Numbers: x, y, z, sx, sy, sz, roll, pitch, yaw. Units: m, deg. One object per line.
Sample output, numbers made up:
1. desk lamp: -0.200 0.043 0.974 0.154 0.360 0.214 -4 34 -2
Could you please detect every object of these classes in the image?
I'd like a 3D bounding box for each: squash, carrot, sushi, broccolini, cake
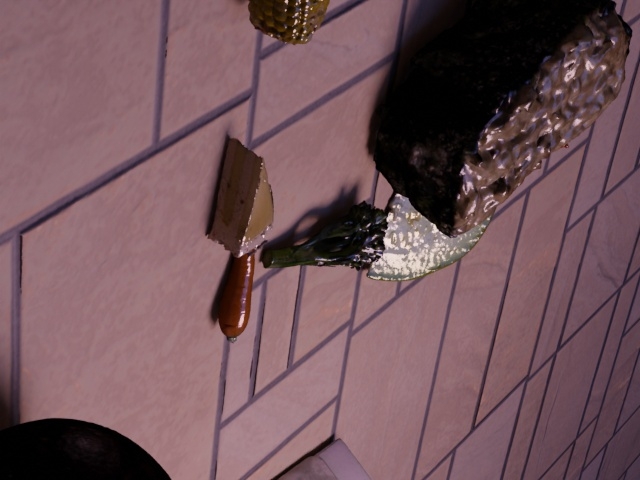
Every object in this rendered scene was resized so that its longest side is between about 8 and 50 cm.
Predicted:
1. squash: 0.153 -0.063 2.062 0.204 0.155 0.237 16 104 -28
2. carrot: -0.087 0.046 1.689 0.035 0.035 0.142 -21 126 -55
3. sushi: 0.221 -0.171 1.857 0.350 0.171 0.211 -45 143 -15
4. broccolini: 0.011 0.015 1.809 0.202 0.068 0.091 -28 158 -50
5. cake: -0.079 -0.043 1.586 0.065 0.052 0.121 -43 150 -32

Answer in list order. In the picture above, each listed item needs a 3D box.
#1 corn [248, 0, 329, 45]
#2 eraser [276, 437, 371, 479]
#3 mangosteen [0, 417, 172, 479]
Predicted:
1. corn: -0.003 -0.327 1.400 0.097 0.097 0.320 -30 142 -50
2. eraser: -0.078 0.430 2.035 0.397 0.082 0.213 -29 140 -51
3. mangosteen: -0.217 0.314 1.368 0.297 0.313 0.297 -47 162 -20
